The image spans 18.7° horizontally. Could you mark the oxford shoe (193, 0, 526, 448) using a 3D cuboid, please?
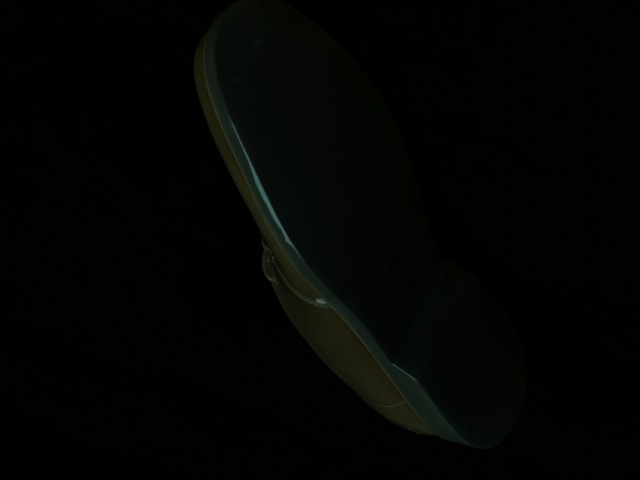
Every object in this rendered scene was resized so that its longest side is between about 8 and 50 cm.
[{"bbox_3d":[0.000,0.000,0.752,0.076,0.076,0.212,2,132,44],"label":"oxford shoe"}]
